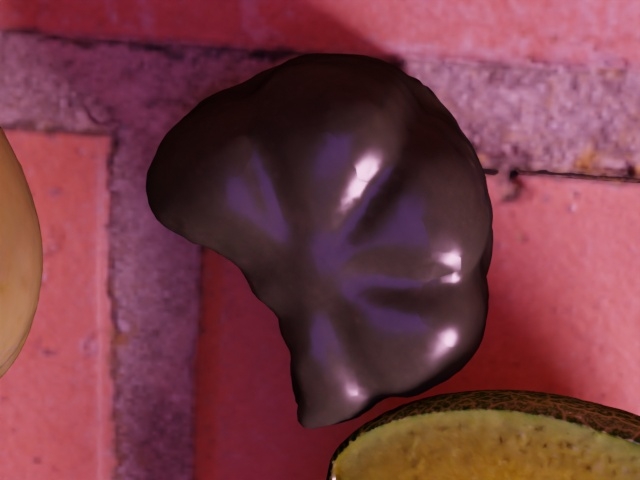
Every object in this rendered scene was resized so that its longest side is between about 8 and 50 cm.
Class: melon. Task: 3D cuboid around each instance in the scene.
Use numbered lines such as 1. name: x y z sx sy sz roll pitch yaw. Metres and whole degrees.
1. melon: 0.080 0.159 0.801 0.169 0.129 0.265 30 114 10

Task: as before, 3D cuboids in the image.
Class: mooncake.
1. mooncake: 0.000 0.000 0.762 0.175 0.104 0.168 26 112 -2

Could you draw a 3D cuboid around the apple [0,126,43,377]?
1. apple: -0.265 0.013 0.715 0.279 0.279 0.279 1 107 2
